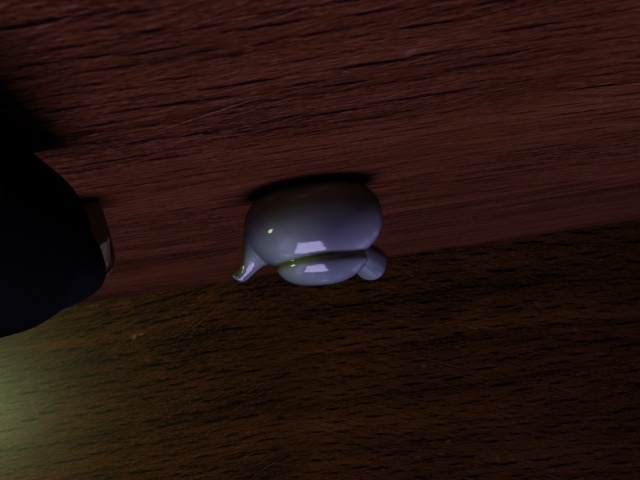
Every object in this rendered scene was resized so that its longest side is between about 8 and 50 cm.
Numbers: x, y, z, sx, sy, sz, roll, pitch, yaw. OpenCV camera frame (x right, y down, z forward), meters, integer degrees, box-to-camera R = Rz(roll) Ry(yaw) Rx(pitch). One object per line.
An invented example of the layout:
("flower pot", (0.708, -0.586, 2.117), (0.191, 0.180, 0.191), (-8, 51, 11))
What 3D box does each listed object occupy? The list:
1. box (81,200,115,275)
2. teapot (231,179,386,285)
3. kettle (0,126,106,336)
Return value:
("box", (-0.355, 0.004, 1.010), (0.177, 0.111, 0.111), (-4, 172, -32))
("teapot", (0.029, -0.006, 1.201), (0.318, 0.149, 0.220), (-2, 172, -39))
("kettle", (-0.333, -0.002, 0.606), (0.262, 0.203, 0.308), (-10, 176, -5))
